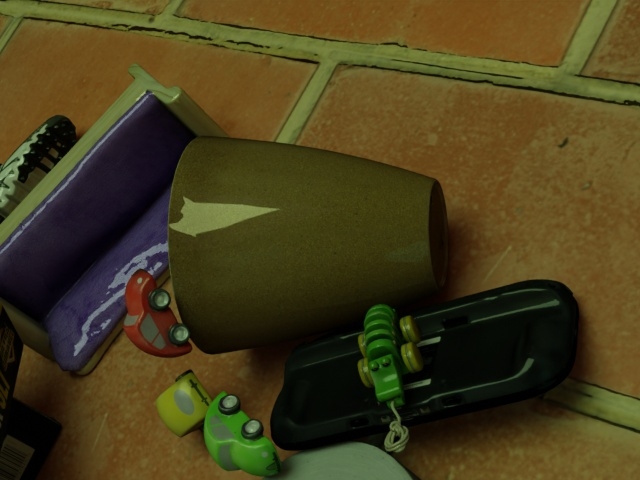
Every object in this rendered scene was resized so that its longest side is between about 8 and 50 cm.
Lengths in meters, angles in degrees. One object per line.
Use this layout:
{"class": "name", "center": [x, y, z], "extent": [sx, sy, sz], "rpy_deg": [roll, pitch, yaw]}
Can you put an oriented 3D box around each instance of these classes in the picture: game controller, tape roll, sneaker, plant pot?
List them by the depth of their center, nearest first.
{"class": "tape roll", "center": [0.017, 0.304, 1.157], "extent": [0.219, 0.072, 0.219], "rpy_deg": [-17, 52, 23]}
{"class": "game controller", "center": [0.098, 0.124, 1.205], "extent": [0.319, 0.067, 0.166], "rpy_deg": [-17, 33, 24]}
{"class": "plant pot", "center": [0.000, 0.000, 1.287], "extent": [0.254, 0.237, 0.237], "rpy_deg": [-2, 59, 17]}
{"class": "sneaker", "center": [-0.433, -0.082, 1.706], "extent": [0.106, 0.078, 0.234], "rpy_deg": [20, 75, 38]}

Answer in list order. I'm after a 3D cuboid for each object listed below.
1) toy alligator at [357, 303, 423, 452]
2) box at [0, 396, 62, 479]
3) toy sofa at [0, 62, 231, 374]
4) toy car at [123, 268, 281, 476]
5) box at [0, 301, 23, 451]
{"class": "toy alligator", "center": [0.061, 0.113, 1.136], "extent": [0.056, 0.051, 0.189], "rpy_deg": [-22, 32, 16]}
{"class": "box", "center": [-0.441, 0.246, 1.472], "extent": [0.207, 0.108, 0.153], "rpy_deg": [10, 67, 37]}
{"class": "toy sofa", "center": [-0.265, -0.025, 1.509], "extent": [0.362, 0.150, 0.177], "rpy_deg": [-47, 46, -2]}
{"class": "toy car", "center": [-0.121, 0.165, 1.231], "extent": [0.053, 0.239, 0.225], "rpy_deg": [-33, 47, -19]}
{"class": "box", "center": [-0.475, 0.218, 1.325], "extent": [0.257, 0.079, 0.322], "rpy_deg": [-13, 36, 6]}
